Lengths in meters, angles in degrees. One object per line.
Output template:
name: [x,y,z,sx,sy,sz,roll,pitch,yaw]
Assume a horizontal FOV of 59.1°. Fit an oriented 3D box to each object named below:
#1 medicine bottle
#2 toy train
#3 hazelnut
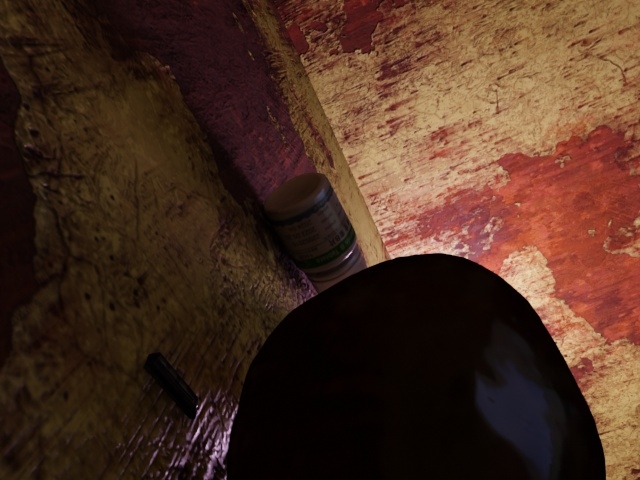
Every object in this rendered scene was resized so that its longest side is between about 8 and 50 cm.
medicine bottle: [0.000,0.000,1.088,0.139,0.139,0.237,-90,155,-60]
toy train: [-0.136,0.139,0.535,0.017,0.017,0.083,-91,156,-57]
hazelnut: [0.088,0.216,0.525,0.421,0.352,0.421,-162,-90,-86]
